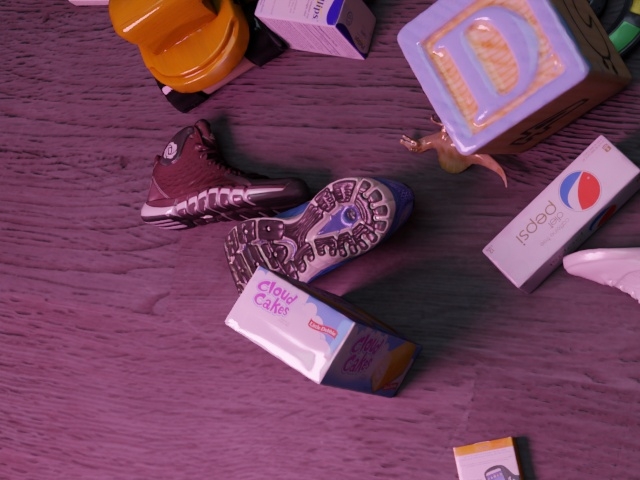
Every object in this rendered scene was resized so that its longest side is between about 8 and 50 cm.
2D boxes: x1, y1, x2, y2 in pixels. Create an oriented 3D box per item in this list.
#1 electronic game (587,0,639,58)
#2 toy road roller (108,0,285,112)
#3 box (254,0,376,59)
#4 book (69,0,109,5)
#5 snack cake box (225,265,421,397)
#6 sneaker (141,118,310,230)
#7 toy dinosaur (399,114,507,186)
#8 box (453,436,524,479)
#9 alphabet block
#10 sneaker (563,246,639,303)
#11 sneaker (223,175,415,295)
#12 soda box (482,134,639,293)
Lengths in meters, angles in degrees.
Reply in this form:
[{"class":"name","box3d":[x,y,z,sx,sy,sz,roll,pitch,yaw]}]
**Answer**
[{"class":"electronic game","box3d":[0.348,-0.334,1.401,0.229,0.048,0.229,-5,77,22]},{"class":"toy road roller","box3d":[-0.217,-0.379,1.552,0.202,0.240,0.329,-29,69,16]},{"class":"box","box3d":[-0.005,-0.332,1.513,0.137,0.126,0.072,14,83,25]},{"class":"book","box3d":[-0.377,-0.478,1.761,0.096,0.035,0.144,5,81,22]},{"class":"snack cake box","box3d":[0.012,0.124,1.330,0.152,0.264,0.089,31,92,26]},{"class":"sneaker","box3d":[-0.148,-0.113,1.543,0.281,0.106,0.162,-6,73,23]},{"class":"toy dinosaur","box3d":[0.203,-0.136,1.430,0.183,0.053,0.092,23,104,33]},{"class":"box","box3d":[0.226,0.329,1.324,0.081,0.028,0.136,-15,76,20]},{"class":"alphabet block","box3d":[0.249,-0.233,1.305,0.193,0.197,0.192,-32,80,30]},{"class":"sneaker","box3d":[0.410,0.055,1.280,0.212,0.080,0.094,3,92,23]},{"class":"sneaker","box3d":[0.000,0.000,1.448,0.330,0.147,0.129,-22,85,37]},{"class":"soda box","box3d":[0.319,-0.031,1.337,0.216,0.069,0.074,-46,66,10]}]
